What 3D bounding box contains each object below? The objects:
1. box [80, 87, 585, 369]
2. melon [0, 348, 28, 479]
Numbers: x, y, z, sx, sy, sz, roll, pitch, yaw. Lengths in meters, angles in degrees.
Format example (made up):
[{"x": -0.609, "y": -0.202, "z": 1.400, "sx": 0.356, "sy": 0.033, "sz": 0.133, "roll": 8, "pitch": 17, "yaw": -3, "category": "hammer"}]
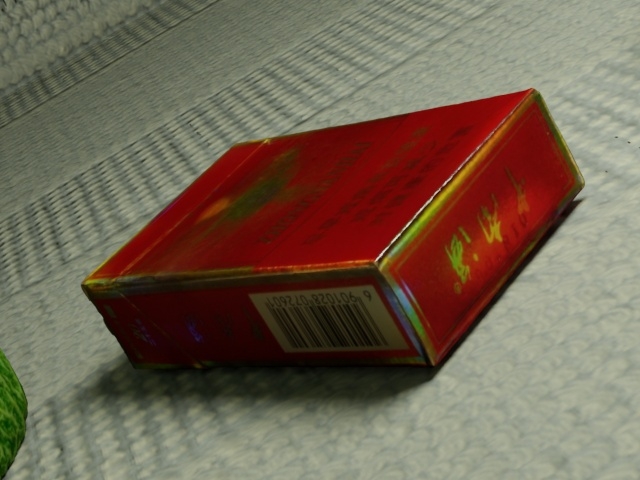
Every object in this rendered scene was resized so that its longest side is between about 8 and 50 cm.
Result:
[{"x": 0.001, "y": -0.001, "z": 1.023, "sx": 0.313, "sy": 0.089, "sz": 0.197, "roll": -5, "pitch": 33, "yaw": 47, "category": "box"}, {"x": -0.411, "y": 0.095, "z": 0.997, "sx": 0.226, "sy": 0.343, "sz": 0.331, "roll": -8, "pitch": 32, "yaw": 53, "category": "melon"}]
